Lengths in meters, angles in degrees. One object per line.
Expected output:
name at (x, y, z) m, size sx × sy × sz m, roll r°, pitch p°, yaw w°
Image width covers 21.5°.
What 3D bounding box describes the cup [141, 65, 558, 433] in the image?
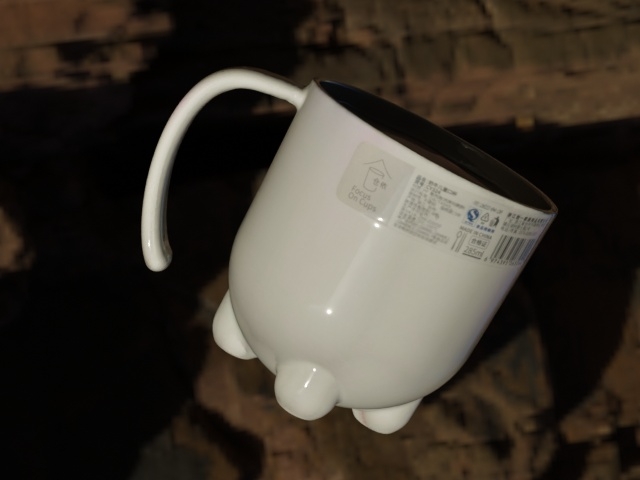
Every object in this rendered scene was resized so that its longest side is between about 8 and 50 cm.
cup at (0.007, 0.006, 0.819) m, size 0.173 × 0.142 × 0.134 m, roll 22°, pitch -166°, yaw -31°
